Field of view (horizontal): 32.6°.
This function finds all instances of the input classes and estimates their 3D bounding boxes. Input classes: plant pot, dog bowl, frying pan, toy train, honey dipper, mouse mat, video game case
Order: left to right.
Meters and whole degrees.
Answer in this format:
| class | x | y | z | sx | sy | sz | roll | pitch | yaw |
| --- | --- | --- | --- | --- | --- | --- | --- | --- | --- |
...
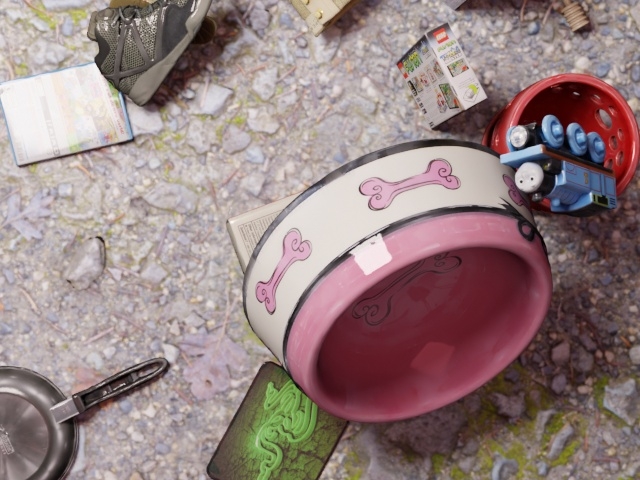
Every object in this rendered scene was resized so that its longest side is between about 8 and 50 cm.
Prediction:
| class | x | y | z | sx | sy | sz | roll | pitch | yaw |
| --- | --- | --- | --- | --- | --- | --- | --- | --- | --- |
| frying pan | -0.373 | 0.270 | 1.519 | 0.326 | 0.053 | 0.197 | -2 | 90 | -4 |
| video game case | -0.360 | -0.181 | 1.541 | 0.166 | 0.015 | 0.119 | -14 | 90 | -7 |
| mouse mat | -0.058 | 0.287 | 1.574 | 0.153 | 0.007 | 0.189 | 29 | 85 | -5 |
| dog bowl | 0.114 | 0.073 | 1.401 | 0.408 | 0.408 | 0.150 | -20 | 49 | -7 |
| plant pot | 0.330 | -0.129 | 1.542 | 0.191 | 0.174 | 0.191 | 0 | 89 | -6 |
| honey dipper | 0.348 | -0.385 | 1.621 | 0.030 | 0.030 | 0.160 | -29 | 91 | -6 |
| toy train | 0.302 | -0.091 | 1.378 | 0.184 | 0.080 | 0.105 | 12 | 70 | -44 |

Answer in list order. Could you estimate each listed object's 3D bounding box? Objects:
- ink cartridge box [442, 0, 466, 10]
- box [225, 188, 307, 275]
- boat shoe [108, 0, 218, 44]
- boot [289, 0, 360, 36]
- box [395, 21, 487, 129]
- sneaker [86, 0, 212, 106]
| class | x | y | z | sx | sy | sz | roll | pitch | yaw |
| --- | --- | --- | --- | --- | --- | --- | --- | --- | --- |
| ink cartridge box | 0.222 | -0.389 | 1.516 | 0.046 | 0.207 | 0.097 | 38 | 85 | -6 |
| box | 0.000 | 0.000 | 1.524 | 0.232 | 0.127 | 0.148 | -20 | 91 | -7 |
| boat shoe | -0.222 | -0.315 | 1.549 | 0.153 | 0.048 | 0.056 | 10 | 114 | 0 |
| boot | -0.069 | -0.369 | 1.542 | 0.262 | 0.095 | 0.203 | -34 | 94 | -10 |
| box | 0.163 | -0.222 | 1.506 | 0.036 | 0.207 | 0.114 | -28 | 93 | -6 |
| sneaker | -0.232 | -0.301 | 1.481 | 0.130 | 0.087 | 0.227 | 34 | 117 | -17 |
